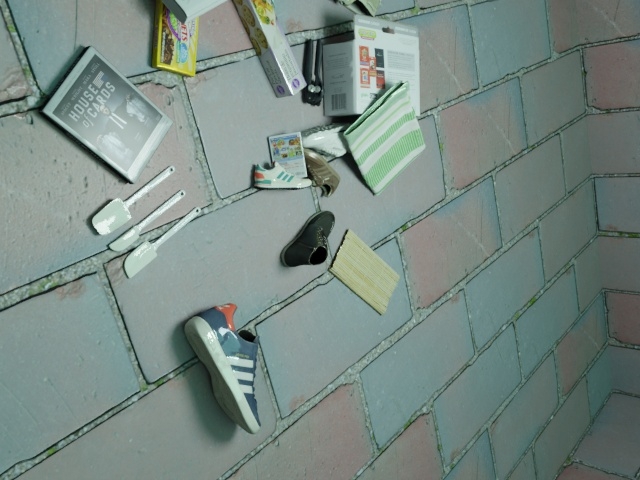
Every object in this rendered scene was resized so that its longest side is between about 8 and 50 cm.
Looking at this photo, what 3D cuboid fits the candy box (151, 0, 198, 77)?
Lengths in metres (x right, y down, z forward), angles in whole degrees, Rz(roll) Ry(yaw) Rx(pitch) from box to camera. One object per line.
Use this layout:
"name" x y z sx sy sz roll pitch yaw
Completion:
"candy box" -0.329 -0.487 1.396 0.105 0.027 0.206 2 92 -49

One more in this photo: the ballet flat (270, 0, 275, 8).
"ballet flat" -0.156 -0.641 1.559 0.041 0.041 0.114 -43 122 -35

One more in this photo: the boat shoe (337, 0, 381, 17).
"boat shoe" 0.081 -0.720 1.742 0.302 0.109 0.094 4 94 -48

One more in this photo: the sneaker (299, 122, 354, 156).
"sneaker" 0.027 -0.280 1.740 0.235 0.090 0.095 -18 115 -42

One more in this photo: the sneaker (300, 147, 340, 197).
"sneaker" -0.011 -0.189 1.715 0.188 0.066 0.071 35 70 -41

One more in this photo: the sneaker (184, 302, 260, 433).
"sneaker" -0.198 0.314 1.517 0.148 0.131 0.350 -34 116 -34

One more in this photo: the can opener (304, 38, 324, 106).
"can opener" -0.021 -0.470 1.702 0.059 0.073 0.186 -4 93 -6

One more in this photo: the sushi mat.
"sushi mat" 0.146 0.105 1.934 0.316 0.019 0.152 41 64 -39

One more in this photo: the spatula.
"spatula" -0.384 -0.053 1.380 0.242 0.019 0.168 -47 123 -33

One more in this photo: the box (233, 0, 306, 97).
"box" -0.138 -0.526 1.561 0.063 0.067 0.324 -45 124 -32

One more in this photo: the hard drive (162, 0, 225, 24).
"hard drive" -0.266 -0.638 1.387 0.203 0.040 0.307 49 56 -7

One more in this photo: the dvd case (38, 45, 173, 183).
"dvd case" -0.445 -0.261 1.294 0.238 0.029 0.179 44 63 -39

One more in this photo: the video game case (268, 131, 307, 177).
"video game case" -0.087 -0.225 1.642 0.087 0.011 0.122 -11 104 -9

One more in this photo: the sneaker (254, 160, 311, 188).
"sneaker" -0.098 -0.172 1.611 0.161 0.057 0.076 -2 90 -21

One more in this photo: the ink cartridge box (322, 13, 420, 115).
"ink cartridge box" 0.157 -0.505 1.816 0.309 0.130 0.272 -9 101 -45

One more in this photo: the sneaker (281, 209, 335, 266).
"sneaker" 0.000 0.000 1.704 0.222 0.118 0.083 -50 125 -31

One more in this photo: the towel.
"towel" 0.204 -0.298 1.829 0.248 0.038 0.325 -44 148 -7
